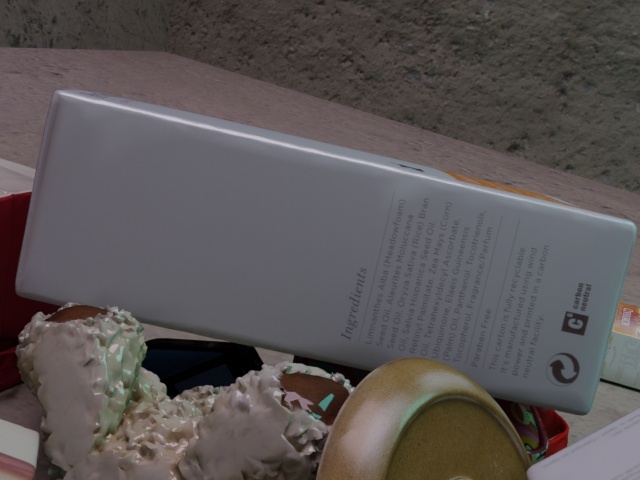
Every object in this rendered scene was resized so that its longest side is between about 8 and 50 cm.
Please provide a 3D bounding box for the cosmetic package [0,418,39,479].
[{"bbox_3d":[-0.243,0.199,0.594,0.153,0.129,0.296,19,13,-17],"label":"cosmetic package"}]

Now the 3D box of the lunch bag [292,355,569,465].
[{"bbox_3d":[0.097,0.156,1.042,0.258,0.120,0.293,12,15,0],"label":"lunch bag"}]

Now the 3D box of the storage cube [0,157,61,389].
[{"bbox_3d":[-0.360,0.025,1.051,0.215,0.193,0.183,16,16,21],"label":"storage cube"}]

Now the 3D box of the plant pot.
[{"bbox_3d":[0.083,0.190,0.723,0.032,0.236,0.236,-15,-4,39],"label":"plant pot"}]

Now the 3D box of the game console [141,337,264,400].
[{"bbox_3d":[-0.114,0.132,0.930,0.085,0.124,0.144,-33,5,-43],"label":"game console"}]

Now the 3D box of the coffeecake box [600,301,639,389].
[{"bbox_3d":[0.419,0.139,1.424,0.185,0.068,0.142,16,15,14],"label":"coffeecake box"}]

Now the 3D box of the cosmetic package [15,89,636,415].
[{"bbox_3d":[0.000,0.000,0.956,0.453,0.162,0.230,12,6,-6],"label":"cosmetic package"}]

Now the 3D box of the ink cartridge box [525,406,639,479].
[{"bbox_3d":[0.295,0.163,0.589,0.308,0.091,0.385,-30,15,6],"label":"ink cartridge box"}]

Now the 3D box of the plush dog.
[{"bbox_3d":[-0.084,0.173,0.815,0.262,0.211,0.225,13,-4,22],"label":"plush dog"}]
